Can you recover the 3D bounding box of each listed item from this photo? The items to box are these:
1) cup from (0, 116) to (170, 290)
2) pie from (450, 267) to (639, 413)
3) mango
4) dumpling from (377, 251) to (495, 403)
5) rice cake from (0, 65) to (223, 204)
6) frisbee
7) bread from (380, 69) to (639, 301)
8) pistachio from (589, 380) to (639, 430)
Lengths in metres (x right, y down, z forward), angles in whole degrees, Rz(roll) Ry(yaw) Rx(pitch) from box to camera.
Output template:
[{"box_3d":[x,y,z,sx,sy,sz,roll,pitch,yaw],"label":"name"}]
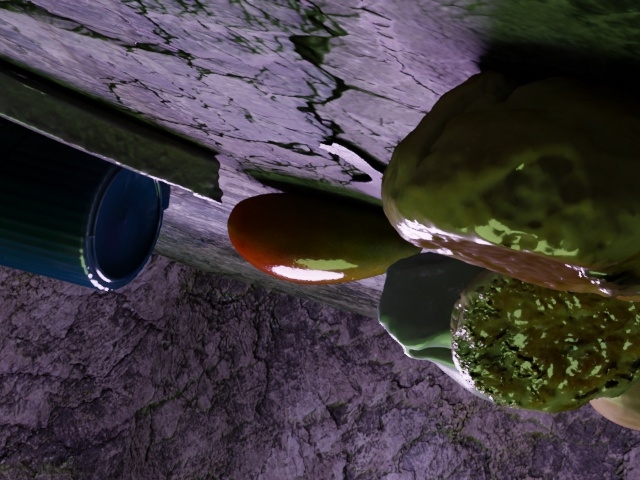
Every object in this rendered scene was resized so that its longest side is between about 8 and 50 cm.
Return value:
[{"box_3d":[-0.410,-0.054,1.645,0.292,0.242,0.308,14,169,21],"label":"cup"},{"box_3d":[0.276,0.095,1.145,0.274,0.055,0.274,0,131,0],"label":"pie"},{"box_3d":[-0.004,-0.002,1.472,0.289,0.129,0.146,2,162,36],"label":"mango"},{"box_3d":[0.241,0.107,1.328,0.321,0.211,0.270,35,169,-27],"label":"dumpling"},{"box_3d":[-0.300,-0.147,1.362,0.399,0.064,0.070,23,-179,-28],"label":"rice cake"},{"box_3d":[0.073,-0.074,1.165,0.211,0.012,0.187,12,169,44],"label":"frisbee"},{"box_3d":[0.164,-0.039,0.737,0.245,0.134,0.244,15,173,2],"label":"bread"},{"box_3d":[0.502,0.205,1.589,0.293,0.162,0.181,23,147,-29],"label":"pistachio"}]
